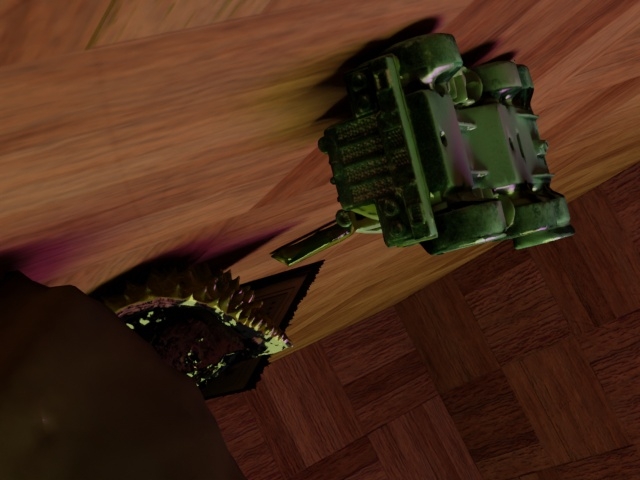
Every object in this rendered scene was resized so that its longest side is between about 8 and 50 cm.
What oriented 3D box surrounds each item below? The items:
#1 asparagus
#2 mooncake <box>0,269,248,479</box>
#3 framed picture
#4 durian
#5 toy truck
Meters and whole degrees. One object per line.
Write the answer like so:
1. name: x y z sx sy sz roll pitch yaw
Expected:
1. asparagus: 0.000 0.000 1.035 0.108 0.021 0.025 -27 171 0
2. mooncake: -0.221 0.196 0.684 0.394 0.246 0.393 -46 -171 16
3. framed picture: -0.103 0.095 0.910 0.199 0.010 0.195 -17 -155 30
4. durian: -0.133 0.063 0.837 0.186 0.119 0.108 -27 -152 11
5. toy truck: 0.072 -0.045 0.646 0.135 0.128 0.259 -15 177 22
